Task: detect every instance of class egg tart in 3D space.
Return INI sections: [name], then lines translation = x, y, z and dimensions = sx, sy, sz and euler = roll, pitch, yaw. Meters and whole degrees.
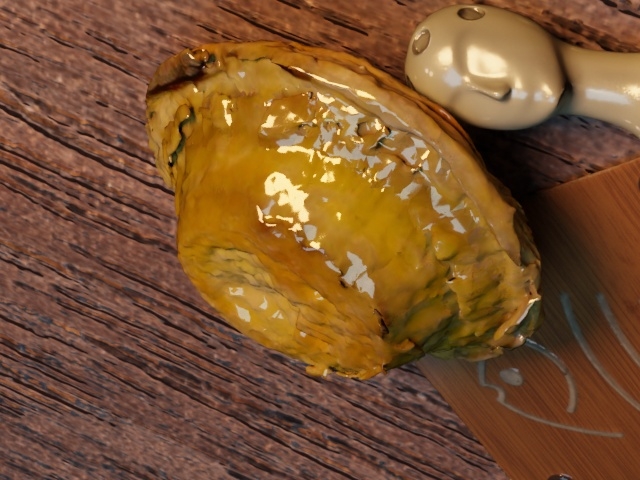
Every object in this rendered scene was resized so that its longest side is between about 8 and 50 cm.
[egg tart]
translation = 0.000, 0.000, 0.956
dimensions = 0.295, 0.116, 0.295
euler = 27, 155, 14

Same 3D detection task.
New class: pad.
[pad]
translation = 0.200, 0.082, 1.053
dimensions = 0.284, 0.018, 0.286
euler = -21, 117, 39

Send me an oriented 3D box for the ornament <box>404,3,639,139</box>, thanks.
[ornament]
translation = 0.126, -0.095, 0.878
dimensions = 0.156, 0.081, 0.075
euler = 12, 119, 11
